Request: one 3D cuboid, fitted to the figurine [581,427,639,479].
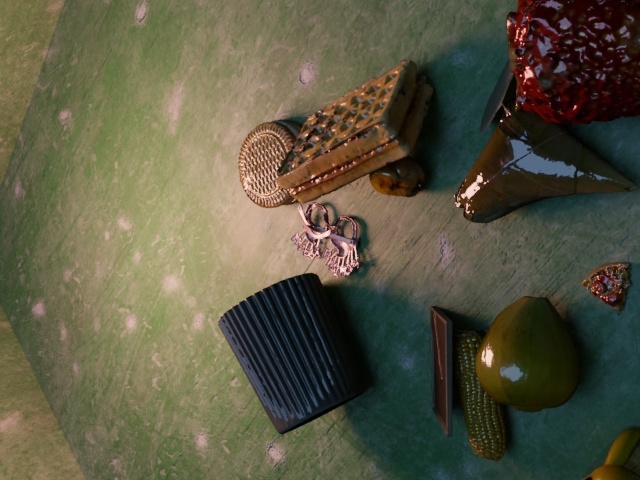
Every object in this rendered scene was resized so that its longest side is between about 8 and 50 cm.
[{"bbox_3d":[0.561,0.555,1.456,0.218,0.169,0.327,-123,42,-53],"label":"figurine"}]

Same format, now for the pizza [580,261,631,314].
[{"bbox_3d":[0.575,0.080,1.495,0.100,0.029,0.099,44,121,31],"label":"pizza"}]

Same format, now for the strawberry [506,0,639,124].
[{"bbox_3d":[0.509,-0.352,1.349,0.343,0.292,0.292,2,96,37],"label":"strawberry"}]

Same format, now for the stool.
[{"bbox_3d":[-0.066,0.295,1.948,0.297,0.297,0.330,-39,71,38],"label":"stool"}]

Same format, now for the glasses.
[{"bbox_3d":[0.004,0.005,1.986,0.255,0.095,0.162,29,121,40],"label":"glasses"}]

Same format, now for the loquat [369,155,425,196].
[{"bbox_3d":[0.182,-0.154,1.780,0.137,0.137,0.113,19,81,41],"label":"loquat"}]

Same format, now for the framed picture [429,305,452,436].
[{"bbox_3d":[0.272,0.290,1.720,0.023,0.189,0.260,-1,95,-1],"label":"framed picture"}]

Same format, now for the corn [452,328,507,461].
[{"bbox_3d":[0.354,0.342,1.687,0.106,0.106,0.293,-14,87,43],"label":"corn"}]

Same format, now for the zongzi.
[{"bbox_3d":[0.441,-0.095,1.528,0.300,0.145,0.274,47,125,28],"label":"zongzi"}]

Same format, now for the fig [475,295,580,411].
[{"bbox_3d":[0.417,0.235,1.548,0.207,0.207,0.230,-40,44,38],"label":"fig"}]

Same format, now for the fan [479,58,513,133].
[{"bbox_3d":[0.362,-0.281,1.514,0.010,0.310,0.182,21,113,0],"label":"fan"}]

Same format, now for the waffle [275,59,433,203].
[{"bbox_3d":[0.077,-0.255,1.794,0.376,0.114,0.261,-22,36,43],"label":"waffle"}]

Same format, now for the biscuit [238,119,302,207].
[{"bbox_3d":[-0.124,-0.210,2.092,0.259,0.079,0.259,6,98,43],"label":"biscuit"}]
